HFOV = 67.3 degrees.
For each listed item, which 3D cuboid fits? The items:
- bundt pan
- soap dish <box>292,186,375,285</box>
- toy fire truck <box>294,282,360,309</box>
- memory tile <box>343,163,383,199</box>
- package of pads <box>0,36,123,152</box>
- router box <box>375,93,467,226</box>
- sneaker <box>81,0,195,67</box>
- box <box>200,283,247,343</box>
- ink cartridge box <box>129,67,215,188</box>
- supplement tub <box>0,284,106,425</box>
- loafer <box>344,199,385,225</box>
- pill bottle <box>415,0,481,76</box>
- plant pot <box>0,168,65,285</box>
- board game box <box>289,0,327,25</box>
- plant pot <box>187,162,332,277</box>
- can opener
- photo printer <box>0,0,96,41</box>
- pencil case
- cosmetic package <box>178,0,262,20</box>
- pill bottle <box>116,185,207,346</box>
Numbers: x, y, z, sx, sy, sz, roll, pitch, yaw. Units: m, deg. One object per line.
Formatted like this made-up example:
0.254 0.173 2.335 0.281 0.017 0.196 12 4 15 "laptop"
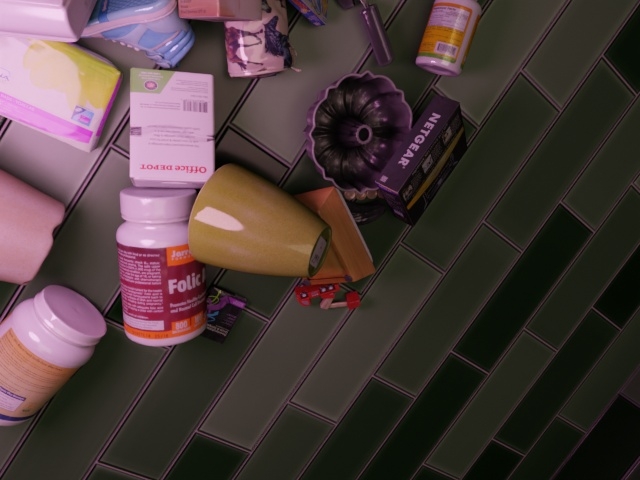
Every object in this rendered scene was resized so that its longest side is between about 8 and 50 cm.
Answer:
0.095 -0.304 1.360 0.330 0.124 0.331 -7 108 -24 "bundt pan"
0.000 0.000 1.388 0.118 0.228 0.291 -51 122 -42 "soap dish"
0.024 0.179 1.538 0.191 0.047 0.135 -16 130 1 "toy fire truck"
0.145 -0.182 1.489 0.147 0.012 0.113 -4 108 -16 "memory tile"
-0.651 -0.378 1.145 0.296 0.101 0.229 23 100 -22 "package of pads"
0.302 -0.222 1.393 0.309 0.081 0.243 -54 151 -6 "router box"
-0.454 -0.492 1.161 0.318 0.208 0.127 0 68 16 "sneaker"
-0.314 0.228 1.471 0.116 0.029 0.162 27 99 -22 "box"
-0.369 -0.273 1.207 0.198 0.114 0.273 0 85 -17 "ink cartridge box"
-0.746 0.294 1.256 0.316 0.228 0.228 -45 113 1 "supplement tub"
0.092 -0.086 1.468 0.223 0.076 0.078 -14 118 -8 "loafer"
0.371 -0.604 1.357 0.136 0.136 0.246 13 103 -20 "pill bottle"
-0.793 -0.045 1.113 0.305 0.334 0.334 28 97 -33 "plant pot"
-0.036 -0.641 1.193 0.035 0.201 0.136 5 93 24 "board game box"
-0.130 -0.020 1.215 0.293 0.274 0.275 21 102 16 "plant pot"
0.123 -0.617 1.327 0.093 0.074 0.281 -19 114 27 "can opener"
-0.642 -0.543 1.009 0.307 0.107 0.256 4 61 -3 "photo printer"
-0.154 -0.617 1.187 0.183 0.160 0.411 -11 110 -24 "pencil case"
-0.219 -0.631 1.022 0.129 0.153 0.297 -20 119 -45 "cosmetic package"
-0.419 0.059 1.282 0.223 0.224 0.393 -3 108 -16 "pill bottle"
